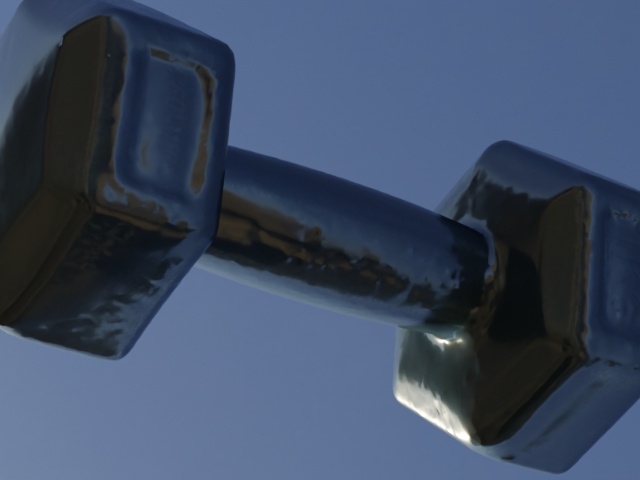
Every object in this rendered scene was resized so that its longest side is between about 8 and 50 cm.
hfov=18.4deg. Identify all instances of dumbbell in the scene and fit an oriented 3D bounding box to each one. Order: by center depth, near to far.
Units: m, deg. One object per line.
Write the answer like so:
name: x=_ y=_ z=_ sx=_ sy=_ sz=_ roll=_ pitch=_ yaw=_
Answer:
dumbbell: x=0.000 y=0.000 z=0.868 sx=0.160 sy=0.324 sz=0.144 roll=33 pitch=-77 yaw=59
